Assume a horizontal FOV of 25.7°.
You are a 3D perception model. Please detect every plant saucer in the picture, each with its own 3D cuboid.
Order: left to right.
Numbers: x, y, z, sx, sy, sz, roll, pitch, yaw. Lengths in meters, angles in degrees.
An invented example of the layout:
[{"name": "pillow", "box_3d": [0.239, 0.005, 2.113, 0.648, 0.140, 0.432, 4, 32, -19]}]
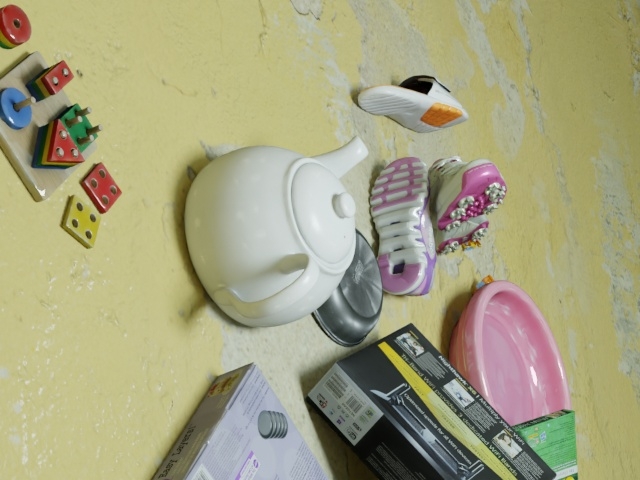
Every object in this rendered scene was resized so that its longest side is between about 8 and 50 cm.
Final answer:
[{"name": "plant saucer", "box_3d": [0.308, 0.234, 2.322, 0.332, 0.084, 0.332, 34, 47, -47]}]

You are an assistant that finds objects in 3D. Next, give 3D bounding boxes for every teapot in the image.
[{"name": "teapot", "box_3d": [-0.040, -0.015, 1.788, 0.252, 0.187, 0.256, 11, 65, -56]}]

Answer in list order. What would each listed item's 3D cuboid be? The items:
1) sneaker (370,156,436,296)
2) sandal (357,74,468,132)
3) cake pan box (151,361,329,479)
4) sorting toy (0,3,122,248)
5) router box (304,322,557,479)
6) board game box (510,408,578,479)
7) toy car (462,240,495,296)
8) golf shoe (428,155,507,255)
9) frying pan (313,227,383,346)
[{"name": "sneaker", "box_3d": [0.139, -0.013, 2.184, 0.104, 0.095, 0.237, 38, 48, -53]}, {"name": "sandal", "box_3d": [0.155, -0.241, 2.315, 0.265, 0.102, 0.076, 14, 65, -53]}, {"name": "cake pan box", "box_3d": [-0.084, 0.319, 1.652, 0.246, 0.070, 0.267, 57, 33, -19]}, {"name": "sorting toy", "box_3d": [-0.299, -0.126, 1.566, 0.275, 0.046, 0.132, 61, 32, -19]}, {"name": "router box", "box_3d": [0.156, 0.271, 1.928, 0.309, 0.081, 0.243, 47, 27, 14]}, {"name": "board game box", "box_3d": [0.300, 0.354, 2.167, 0.259, 0.030, 0.136, -10, 98, -37]}, {"name": "toy car", "box_3d": [0.268, 0.059, 2.418, 0.040, 0.060, 0.122, -13, 61, -17]}, {"name": "golf shoe", "box_3d": [0.211, -0.080, 2.228, 0.306, 0.115, 0.140, 104, -36, -71]}, {"name": "frying pan", "box_3d": [0.013, -0.006, 2.014, 0.197, 0.053, 0.326, -33, 106, -60]}]
